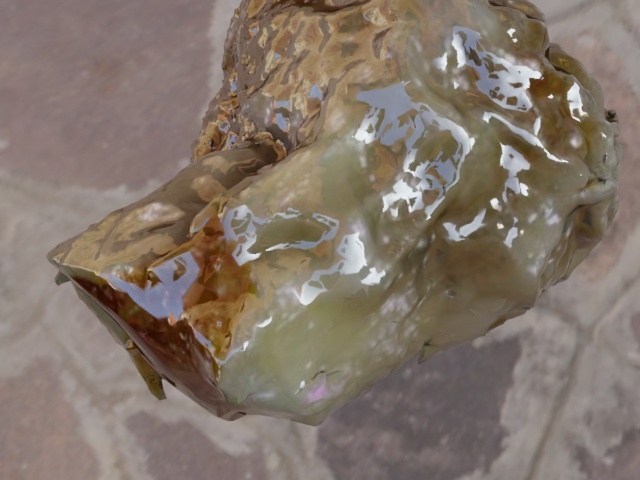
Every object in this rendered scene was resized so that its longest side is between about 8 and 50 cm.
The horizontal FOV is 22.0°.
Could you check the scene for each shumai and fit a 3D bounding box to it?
[{"bbox_3d":[0.000,0.000,0.607,0.166,0.175,0.206,41,152,-3],"label":"shumai"}]
